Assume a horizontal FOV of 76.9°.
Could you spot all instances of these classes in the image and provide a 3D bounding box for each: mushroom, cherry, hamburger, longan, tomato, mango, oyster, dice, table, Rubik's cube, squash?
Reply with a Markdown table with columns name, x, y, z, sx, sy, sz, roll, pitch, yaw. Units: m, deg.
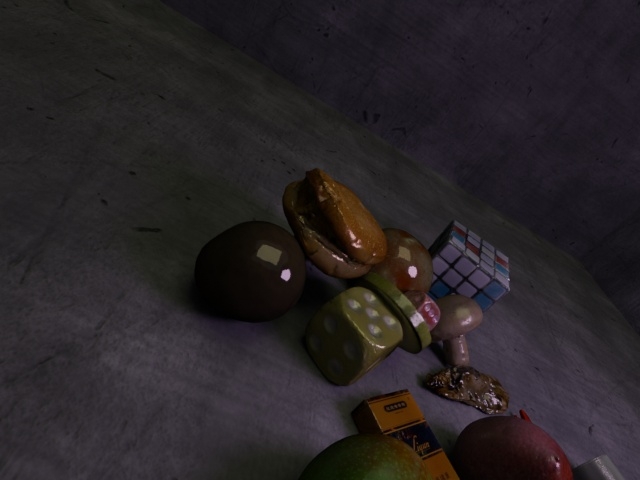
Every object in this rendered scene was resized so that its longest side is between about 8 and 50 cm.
| name | x | y | z | sx | sy | sz | roll | pitch | yaw |
| --- | --- | --- | --- | --- | --- | --- | --- | --- | --- |
| mushroom | 0.384 | 0.262 | 1.210 | 0.206 | 0.206 | 0.209 | 18 | 56 | -28 |
| cherry | 0.429 | 0.493 | 0.885 | 0.239 | 0.239 | 0.206 | 49 | 25 | 23 |
| hamburger | 0.039 | -0.041 | 1.047 | 0.314 | 0.170 | 0.290 | 21 | 40 | -54 |
| longan | -0.156 | 0.066 | 0.911 | 0.248 | 0.248 | 0.248 | 25 | 31 | -17 |
| tomato | 0.234 | 0.078 | 1.274 | 0.270 | 0.223 | 0.270 | 25 | 30 | -15 |
| mango | 0.037 | 0.444 | 0.600 | 0.381 | 0.201 | 0.225 | -22 | 84 | -44 |
| oyster | 0.431 | 0.422 | 1.154 | 0.344 | 0.078 | 0.129 | 21 | 41 | -28 |
| dice | 0.270 | 0.201 | 1.129 | 0.093 | 0.094 | 0.091 | 51 | -13 | -26 |
| table | 0.766 | 0.691 | 1.044 | 0.126 | 0.126 | 0.220 | 10 | 38 | -36 |
| Rubik's cube | 0.486 | 0.121 | 1.439 | 0.259 | 0.256 | 0.253 | 37 | 30 | 6 |
| squash | 0.190 | 0.191 | 1.075 | 0.048 | 0.252 | 0.252 | -35 | 68 | -17 |
| dice | 0.081 | 0.227 | 0.972 | 0.169 | 0.166 | 0.169 | -9 | 53 | -51 |

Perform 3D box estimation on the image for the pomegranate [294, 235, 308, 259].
| name | x | y | z | sx | sy | sz | roll | pitch | yaw |
| --- | --- | --- | --- | --- | --- | --- | --- | --- | --- |
| pomegranate | -0.006 | -0.004 | 1.247 | 0.148 | 0.148 | 0.169 | 45 | 6 | 16 |

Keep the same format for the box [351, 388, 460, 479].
| name | x | y | z | sx | sy | sz | roll | pitch | yaw |
| --- | --- | --- | --- | --- | --- | --- | --- | --- | --- |
| box | 0.184 | 0.451 | 0.863 | 0.152 | 0.070 | 0.237 | 7 | 43 | -39 |

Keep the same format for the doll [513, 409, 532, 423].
| name | x | y | z | sx | sy | sz | roll | pitch | yaw |
| --- | --- | --- | --- | --- | --- | --- | --- | --- | --- |
| doll | 0.602 | 0.566 | 1.124 | 0.109 | 0.057 | 0.169 | -1 | 45 | -48 |
